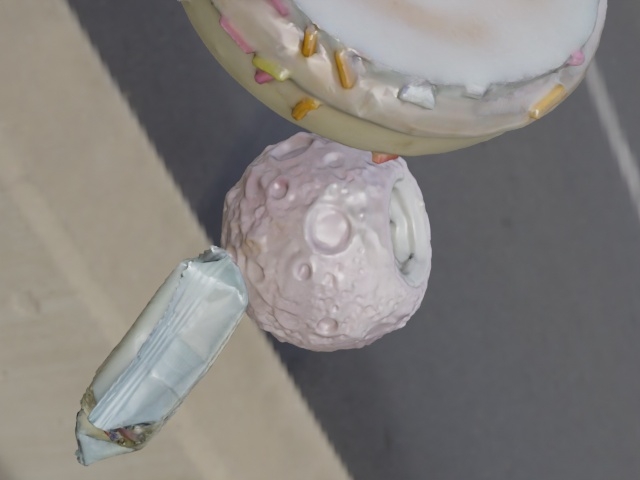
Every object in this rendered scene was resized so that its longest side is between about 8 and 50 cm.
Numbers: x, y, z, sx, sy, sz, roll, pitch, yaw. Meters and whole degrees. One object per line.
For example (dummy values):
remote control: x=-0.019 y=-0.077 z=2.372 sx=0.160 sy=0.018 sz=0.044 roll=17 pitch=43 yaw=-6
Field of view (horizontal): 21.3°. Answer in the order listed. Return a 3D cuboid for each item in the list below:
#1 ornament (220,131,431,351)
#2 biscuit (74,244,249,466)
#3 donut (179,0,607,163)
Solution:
ornament: x=0.000 y=0.000 z=1.968 sx=0.259 sy=0.225 sz=0.259 roll=-8 pitch=90 yaw=-67
biscuit: x=-0.142 y=0.110 z=1.461 sx=0.079 sy=0.309 sz=0.186 roll=39 pitch=75 yaw=-2
donut: x=0.041 y=-0.227 z=1.317 sx=0.382 sy=0.142 sz=0.383 roll=13 pitch=56 yaw=-21
